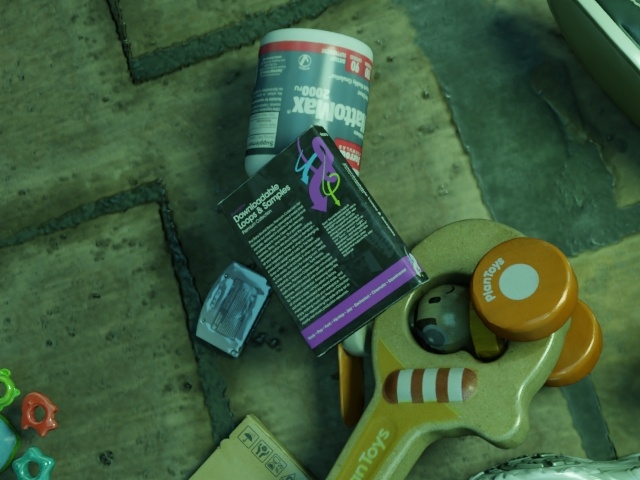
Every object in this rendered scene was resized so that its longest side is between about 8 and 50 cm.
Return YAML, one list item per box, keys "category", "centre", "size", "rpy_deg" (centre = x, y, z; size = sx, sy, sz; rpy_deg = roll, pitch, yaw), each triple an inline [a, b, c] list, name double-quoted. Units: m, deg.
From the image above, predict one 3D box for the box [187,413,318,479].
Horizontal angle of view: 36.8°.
- category: "box"
  centre: [-0.052, 0.292, 0.903]
  size: [0.201, 0.021, 0.164]
  rpy_deg: [43, 94, 12]

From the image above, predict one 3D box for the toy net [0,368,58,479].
- category: "toy net"
  centre: [-0.263, 0.231, 0.945]
  size: [0.232, 0.045, 0.122]
  rpy_deg: [36, 90, 11]

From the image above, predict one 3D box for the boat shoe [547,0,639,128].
- category: "boat shoe"
  centre: [0.336, -0.125, 0.813]
  size: [0.113, 0.127, 0.340]
  rpy_deg: [-42, 79, 4]

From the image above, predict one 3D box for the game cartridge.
- category: "game cartridge"
  centre: [-0.085, 0.065, 0.937]
  size: [0.056, 0.017, 0.083]
  rpy_deg: [28, 90, 10]

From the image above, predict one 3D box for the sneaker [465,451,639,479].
- category: "sneaker"
  centre: [0.231, 0.241, 0.817]
  size: [0.232, 0.090, 0.115]
  rpy_deg: [-4, 87, 12]

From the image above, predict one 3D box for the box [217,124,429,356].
- category: "box"
  centre: [0.000, 0.000, 0.816]
  size: [0.116, 0.029, 0.162]
  rpy_deg: [-37, 82, 22]

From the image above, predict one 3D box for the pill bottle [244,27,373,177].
- category: "pill bottle"
  centre: [-0.013, -0.095, 0.892]
  size: [0.108, 0.108, 0.180]
  rpy_deg: [6, 86, 12]

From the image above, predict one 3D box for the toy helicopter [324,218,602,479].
- category: "toy helicopter"
  centre: [0.064, 0.132, 0.832]
  size: [0.235, 0.140, 0.355]
  rpy_deg: [27, 78, 36]
